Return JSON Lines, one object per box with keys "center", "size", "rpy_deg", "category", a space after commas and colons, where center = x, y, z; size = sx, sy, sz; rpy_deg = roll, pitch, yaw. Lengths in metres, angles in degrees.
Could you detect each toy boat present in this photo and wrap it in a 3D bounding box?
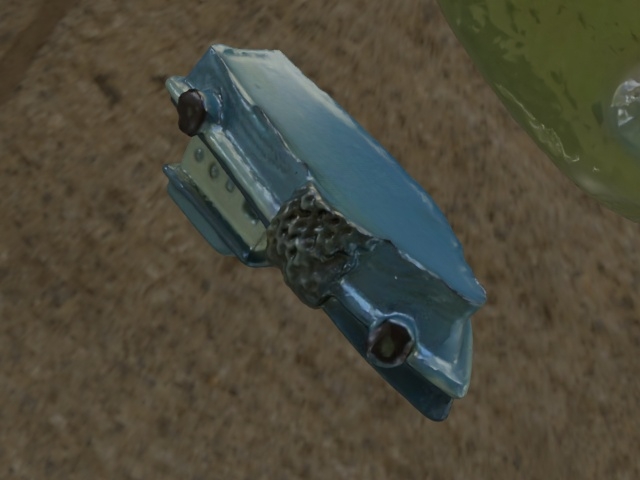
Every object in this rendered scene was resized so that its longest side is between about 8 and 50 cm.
{"center": [0.000, 0.000, 0.879], "size": [0.238, 0.109, 0.098], "rpy_deg": [48, 123, 31], "category": "toy boat"}

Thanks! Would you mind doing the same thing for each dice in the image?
{"center": [0.222, -0.177, 0.996], "size": [0.249, 0.252, 0.254], "rpy_deg": [-37, 97, 25], "category": "dice"}
